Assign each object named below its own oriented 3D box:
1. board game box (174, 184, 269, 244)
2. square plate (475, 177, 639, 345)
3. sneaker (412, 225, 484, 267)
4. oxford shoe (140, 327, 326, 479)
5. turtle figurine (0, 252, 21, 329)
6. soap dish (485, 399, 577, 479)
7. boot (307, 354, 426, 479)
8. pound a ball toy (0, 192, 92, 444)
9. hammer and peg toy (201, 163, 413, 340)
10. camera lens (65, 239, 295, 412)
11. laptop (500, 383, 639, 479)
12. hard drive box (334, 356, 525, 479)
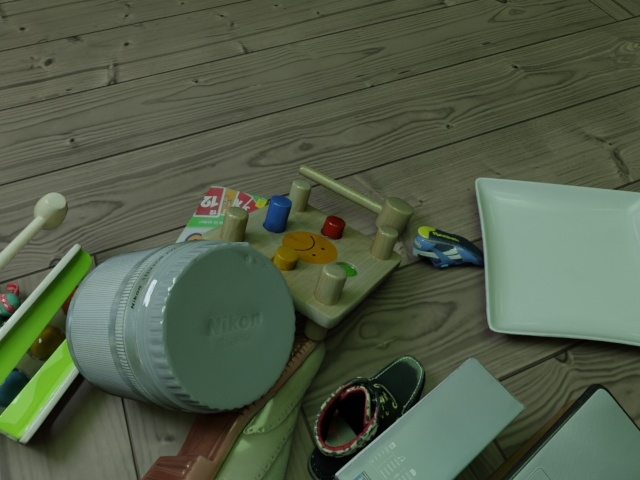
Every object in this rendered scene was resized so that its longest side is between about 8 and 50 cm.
[{"bbox_3d":[-0.202,0.009,0.933,0.124,0.039,0.260,16,58,11],"label":"board game box"},{"bbox_3d":[0.463,0.037,0.913,0.347,0.049,0.344,6,55,3],"label":"square plate"},{"bbox_3d":[0.236,0.021,0.923,0.144,0.059,0.053,18,27,-9],"label":"sneaker"},{"bbox_3d":[-0.099,0.283,0.700,0.147,0.140,0.397,55,51,-14],"label":"oxford shoe"},{"bbox_3d":[-0.572,0.125,0.791,0.234,0.118,0.175,-30,47,-4],"label":"turtle figurine"},{"bbox_3d":[0.373,0.374,0.624,0.228,0.118,0.291,-30,60,-21],"label":"soap dish"},{"bbox_3d":[0.076,0.226,0.687,0.085,0.179,0.236,39,63,24],"label":"boot"},{"bbox_3d":[-0.438,0.113,0.769,0.208,0.135,0.319,39,55,-18],"label":"pound a ball toy"},{"bbox_3d":[0.000,0.000,0.868,0.265,0.127,0.361,29,32,19],"label":"hammer and peg toy"},{"bbox_3d":[-0.198,0.115,0.687,0.274,0.219,0.219,-8,42,44],"label":"camera lens"},{"bbox_3d":[0.300,0.402,0.384,0.382,0.236,0.408,-37,86,-15],"label":"laptop"},{"bbox_3d":[0.130,0.282,0.649,0.232,0.181,0.089,-33,61,-22],"label":"hard drive box"}]
